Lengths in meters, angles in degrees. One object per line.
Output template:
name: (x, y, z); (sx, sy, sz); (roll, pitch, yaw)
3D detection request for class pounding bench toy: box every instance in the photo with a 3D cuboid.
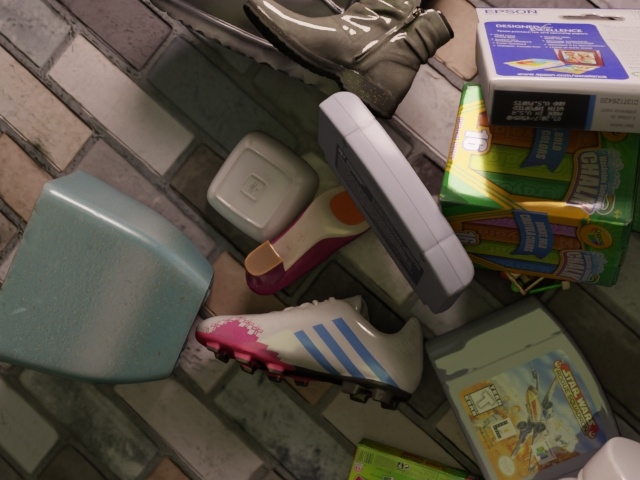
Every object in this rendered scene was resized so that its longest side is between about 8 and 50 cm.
pounding bench toy: (0.290, 0.049, 1.311); (0.065, 0.052, 0.083); (-41, 82, 11)

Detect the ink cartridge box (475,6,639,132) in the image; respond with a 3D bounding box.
ink cartridge box: (0.344, -0.212, 1.167); (0.304, 0.307, 0.072); (2, 116, 5)

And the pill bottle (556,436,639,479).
pill bottle: (0.314, 0.430, 1.206); (0.204, 0.204, 0.361); (38, 111, 10)

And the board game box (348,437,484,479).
board game box: (0.131, 0.354, 1.362); (0.181, 0.043, 0.092); (16, 96, 13)

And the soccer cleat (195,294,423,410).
soccer cleat: (-0.011, 0.136, 1.371); (0.331, 0.116, 0.143); (13, 73, 15)

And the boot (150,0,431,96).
boot: (0.015, -0.446, 1.310); (0.367, 0.146, 0.445); (25, 103, 0)

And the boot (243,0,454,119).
boot: (0.038, -0.282, 1.239); (0.246, 0.083, 0.161); (33, 91, -11)

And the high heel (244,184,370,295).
high heel: (0.000, 0.000, 1.391); (0.244, 0.117, 0.082); (-36, 75, -9)

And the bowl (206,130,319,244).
bowl: (-0.089, -0.077, 1.401); (0.142, 0.053, 0.142); (37, 98, 10)

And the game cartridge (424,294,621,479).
game cartridge: (0.291, 0.236, 1.317); (0.198, 0.062, 0.297); (-27, 85, 17)

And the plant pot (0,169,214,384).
plant pot: (-0.291, 0.068, 1.366); (0.252, 0.248, 0.247); (23, 97, -6)

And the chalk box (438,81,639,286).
chalk box: (0.309, -0.065, 1.211); (0.289, 0.179, 0.180); (7, 64, 14)

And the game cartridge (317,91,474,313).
game cartridge: (0.093, -0.047, 1.244); (0.060, 0.196, 0.294); (-33, 79, -4)
